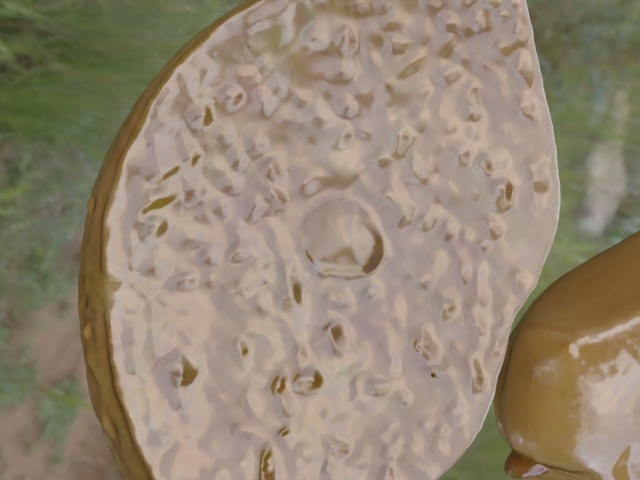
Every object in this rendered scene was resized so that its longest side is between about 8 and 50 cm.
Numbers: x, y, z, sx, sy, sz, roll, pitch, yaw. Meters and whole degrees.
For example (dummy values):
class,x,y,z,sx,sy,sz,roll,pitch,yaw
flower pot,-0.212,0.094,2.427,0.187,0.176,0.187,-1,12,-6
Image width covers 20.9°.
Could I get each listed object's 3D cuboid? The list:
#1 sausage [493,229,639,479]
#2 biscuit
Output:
class,x,y,z,sx,sy,sz,roll,pitch,yaw
sausage,0.196,0.056,0.910,0.241,0.120,0.136,-24,114,-15
biscuit,0.000,0.000,0.537,0.220,0.142,0.029,-70,-167,-15
